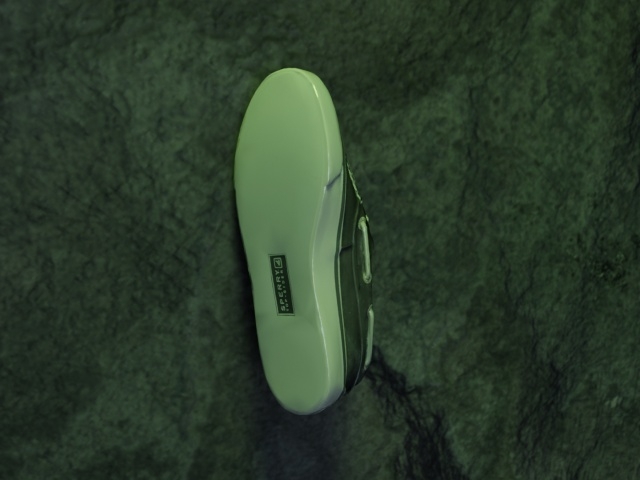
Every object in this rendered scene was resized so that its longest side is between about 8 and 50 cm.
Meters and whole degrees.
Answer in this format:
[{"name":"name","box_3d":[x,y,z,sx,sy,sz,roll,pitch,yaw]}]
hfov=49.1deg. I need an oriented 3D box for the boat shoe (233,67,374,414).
[{"name":"boat shoe","box_3d":[0.000,0.000,0.633,0.102,0.108,0.301,-15,101,-51]}]
